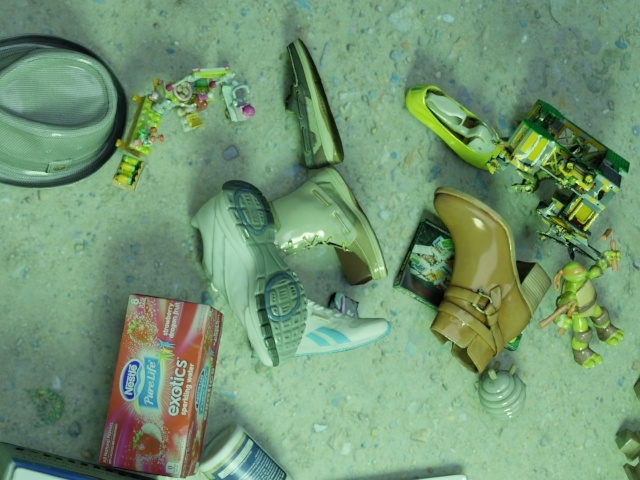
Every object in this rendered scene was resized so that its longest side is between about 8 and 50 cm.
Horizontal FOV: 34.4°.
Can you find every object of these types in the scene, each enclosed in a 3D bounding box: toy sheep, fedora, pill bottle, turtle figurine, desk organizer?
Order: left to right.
[{"bbox_3d":[-0.416,-0.204,1.546,0.275,0.124,0.244,0,83,-22],"label":"fedora"},{"bbox_3d":[-0.104,0.375,1.616,0.169,0.094,0.094,47,70,-10],"label":"pill bottle"},{"bbox_3d":[0.056,0.008,1.746,0.047,0.050,0.130,-3,66,-54],"label":"desk organizer"},{"bbox_3d":[0.316,0.263,1.799,0.091,0.091,0.132,-48,126,-19],"label":"toy sheep"},{"bbox_3d":[0.462,0.120,1.846,0.269,0.087,0.217,-47,127,-34],"label":"turtle figurine"}]

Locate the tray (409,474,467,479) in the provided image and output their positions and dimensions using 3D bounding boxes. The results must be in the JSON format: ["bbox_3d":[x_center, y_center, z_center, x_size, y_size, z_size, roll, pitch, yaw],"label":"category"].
[{"bbox_3d":[0.127,0.477,1.730,0.270,0.030,0.145,-2,84,-22],"label":"tray"}]

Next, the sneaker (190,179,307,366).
[{"bbox_3d":[-0.114,0.059,1.625,0.111,0.129,0.297,-4,71,-48],"label":"sneaker"}]

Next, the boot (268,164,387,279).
[{"bbox_3d":[0.000,0.000,1.675,0.165,0.077,0.213,-28,70,-6],"label":"boot"}]

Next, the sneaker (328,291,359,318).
[{"bbox_3d":[0.039,0.141,1.731,0.069,0.038,0.098,25,76,-16],"label":"sneaker"}]

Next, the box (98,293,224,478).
[{"bbox_3d":[-0.235,0.218,1.548,0.128,0.122,0.257,8,80,7],"label":"box"}]

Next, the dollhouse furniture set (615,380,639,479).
[{"bbox_3d":[0.697,0.350,1.790,0.173,0.355,0.303,31,112,-14],"label":"dollhouse furniture set"}]

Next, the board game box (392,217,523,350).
[{"bbox_3d":[0.263,0.080,1.833,0.259,0.030,0.136,29,72,-16],"label":"board game box"}]

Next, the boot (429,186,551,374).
[{"bbox_3d":[0.245,0.068,1.767,0.220,0.109,0.283,-48,110,-17],"label":"boot"}]

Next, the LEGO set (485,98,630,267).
[{"bbox_3d":[0.392,-0.093,1.793,0.255,0.331,0.192,33,113,-2],"label":"LEGO set"}]

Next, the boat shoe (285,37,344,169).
[{"bbox_3d":[-0.025,-0.226,1.729,0.073,0.080,0.224,-19,84,11],"label":"boat shoe"}]

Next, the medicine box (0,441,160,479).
[{"bbox_3d":[-0.331,0.389,1.420,0.263,0.289,0.149,19,79,-19],"label":"medicine box"}]

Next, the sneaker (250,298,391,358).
[{"bbox_3d":[-0.002,0.138,1.657,0.228,0.087,0.092,-6,82,2],"label":"sneaker"}]

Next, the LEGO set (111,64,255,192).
[{"bbox_3d":[-0.216,-0.195,1.595,0.287,0.107,0.132,-39,106,-36],"label":"LEGO set"}]

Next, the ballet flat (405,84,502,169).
[{"bbox_3d":[0.251,-0.201,1.834,0.231,0.077,0.077,35,71,-15],"label":"ballet flat"}]
